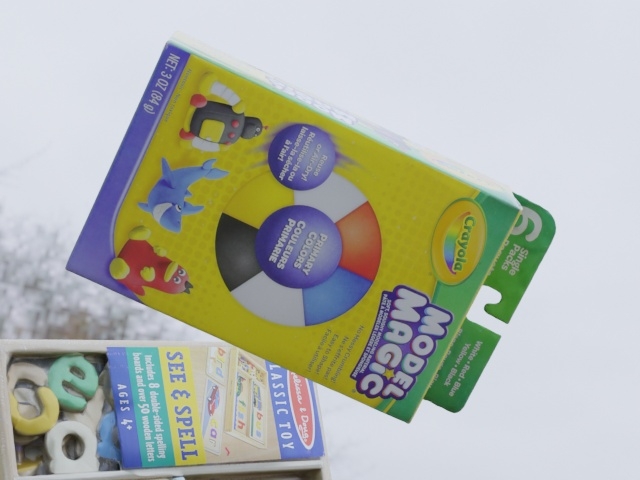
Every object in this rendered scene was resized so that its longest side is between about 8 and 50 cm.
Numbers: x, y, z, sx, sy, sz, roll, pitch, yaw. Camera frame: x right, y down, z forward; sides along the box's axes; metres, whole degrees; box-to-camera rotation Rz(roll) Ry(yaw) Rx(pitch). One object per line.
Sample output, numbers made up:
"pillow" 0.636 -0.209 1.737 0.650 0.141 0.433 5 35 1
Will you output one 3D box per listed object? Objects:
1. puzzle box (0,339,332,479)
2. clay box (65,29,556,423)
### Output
"puzzle box" -0.090 0.267 1.010 0.272 0.409 0.052 4 -20 -41
"clay box" 0.000 0.000 0.761 0.222 0.127 0.053 24 13 -5
